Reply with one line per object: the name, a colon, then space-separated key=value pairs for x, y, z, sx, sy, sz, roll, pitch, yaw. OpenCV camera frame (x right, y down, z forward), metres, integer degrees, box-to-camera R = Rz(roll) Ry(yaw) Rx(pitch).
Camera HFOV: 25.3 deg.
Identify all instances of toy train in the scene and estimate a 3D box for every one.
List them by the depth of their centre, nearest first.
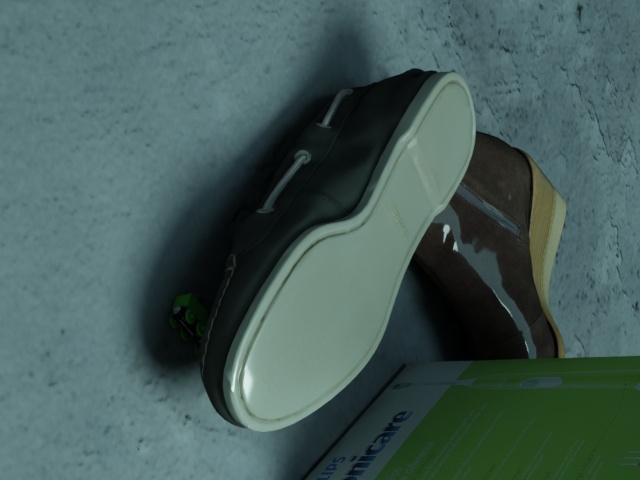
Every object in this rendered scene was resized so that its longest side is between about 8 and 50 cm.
toy train: x=-0.067 y=0.064 z=0.888 sx=0.083 sy=0.017 sz=0.023 roll=54 pitch=34 yaw=-38

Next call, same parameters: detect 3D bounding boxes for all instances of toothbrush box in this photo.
toothbrush box: x=0.149 y=0.176 z=0.956 sx=0.206 sy=0.283 sz=0.122 roll=-42 pitch=121 yaw=-50

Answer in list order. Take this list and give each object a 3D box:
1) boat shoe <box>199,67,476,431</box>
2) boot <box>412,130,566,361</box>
boat shoe: x=0.000 y=0.000 z=0.939 sx=0.335 sy=0.095 sz=0.112 roll=-53 pitch=133 yaw=-41
boot: x=0.103 y=0.027 z=1.112 sx=0.207 sy=0.090 sz=0.248 roll=27 pitch=65 yaw=-38
